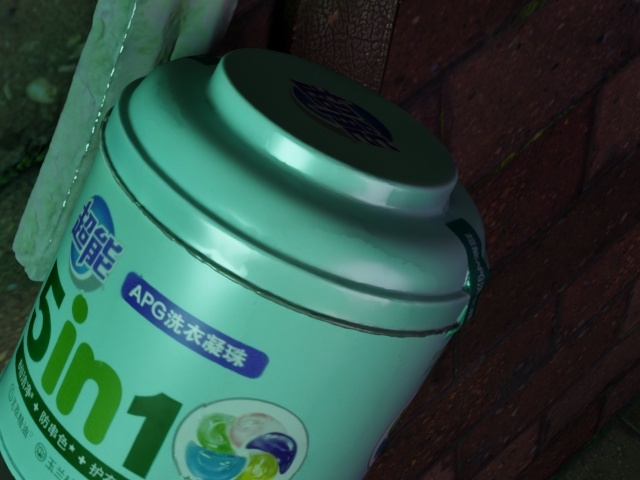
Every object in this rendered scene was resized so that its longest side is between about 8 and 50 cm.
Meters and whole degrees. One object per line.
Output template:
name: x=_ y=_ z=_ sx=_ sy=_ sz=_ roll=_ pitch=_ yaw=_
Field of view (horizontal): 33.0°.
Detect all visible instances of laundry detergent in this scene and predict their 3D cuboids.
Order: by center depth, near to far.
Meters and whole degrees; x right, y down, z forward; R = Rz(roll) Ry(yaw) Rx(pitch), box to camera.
laundry detergent: x=-0.051 y=0.038 z=0.779 sx=0.287 sy=0.287 sz=0.305 roll=-6 pitch=131 yaw=-51

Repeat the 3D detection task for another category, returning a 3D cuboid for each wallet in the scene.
wallet: x=0.018 y=-0.206 z=0.944 sx=0.133 sy=0.039 sz=0.243 roll=-21 pitch=142 yaw=-30

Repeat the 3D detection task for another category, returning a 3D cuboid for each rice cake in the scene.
rice cake: x=-0.146 y=-0.104 z=0.826 sx=0.106 sy=0.050 sz=0.298 roll=-7 pitch=131 yaw=-49

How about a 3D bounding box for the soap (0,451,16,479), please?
soap: x=-0.327 y=0.328 z=0.996 sx=0.302 sy=0.159 sz=0.258 roll=-56 pitch=153 yaw=16
